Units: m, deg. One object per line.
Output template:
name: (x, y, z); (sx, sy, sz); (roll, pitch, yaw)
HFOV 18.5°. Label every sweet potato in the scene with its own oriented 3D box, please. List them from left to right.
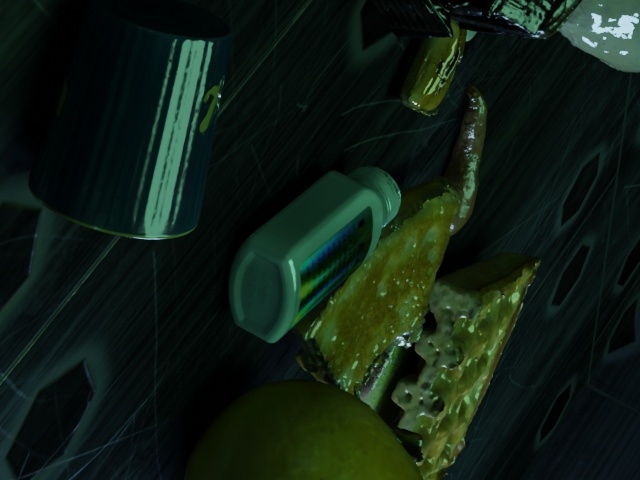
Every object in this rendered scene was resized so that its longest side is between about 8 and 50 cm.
sweet potato: (0.174, -0.095, 2.384); (0.050, 0.050, 0.214); (-35, 145, -52)

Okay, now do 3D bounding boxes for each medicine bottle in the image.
medicine bottle: (0.000, 0.000, 2.002); (0.229, 0.083, 0.121); (-40, 150, -45)

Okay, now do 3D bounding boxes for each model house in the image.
model house: (0.141, -0.256, 1.841); (0.164, 0.203, 0.141); (13, 84, -57)

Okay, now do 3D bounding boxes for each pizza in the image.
pizza: (0.048, 0.059, 2.205); (0.323, 0.089, 0.223); (-41, 147, -41)

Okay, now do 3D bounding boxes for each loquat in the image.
loquat: (-0.010, 0.277, 2.089); (0.275, 0.274, 0.275); (-51, 159, -28)

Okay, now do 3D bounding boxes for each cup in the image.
cup: (-0.135, -0.105, 1.471); (0.176, 0.131, 0.155); (-94, -161, -67)

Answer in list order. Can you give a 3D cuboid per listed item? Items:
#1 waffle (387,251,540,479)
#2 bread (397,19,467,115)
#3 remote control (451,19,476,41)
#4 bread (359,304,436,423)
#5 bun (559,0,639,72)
waffle: (0.172, 0.183, 2.626); (0.348, 0.077, 0.304); (-68, 163, 16)
bread: (0.122, -0.187, 2.102); (0.106, 0.053, 0.072); (-68, 164, 4)
remote control: (0.199, -0.305, 2.169); (0.190, 0.029, 0.087); (-53, 159, -23)
bread: (0.104, 0.165, 2.585); (0.228, 0.033, 0.228); (-51, 159, -28)
bun: (0.374, -0.376, 2.240); (0.360, 0.211, 0.360); (-59, 166, -24)
